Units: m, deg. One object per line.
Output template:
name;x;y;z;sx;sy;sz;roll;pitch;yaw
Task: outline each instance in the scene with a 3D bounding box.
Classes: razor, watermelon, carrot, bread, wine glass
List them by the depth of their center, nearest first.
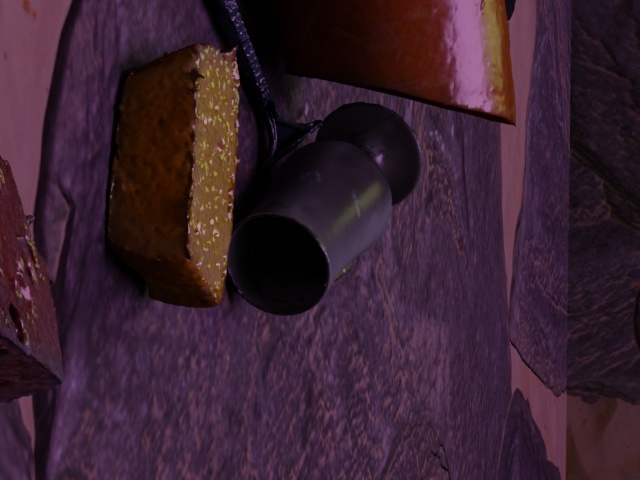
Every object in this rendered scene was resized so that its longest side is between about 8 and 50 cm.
watermelon;-0.183;0.003;0.785;0.241;0.094;0.154;68;17;-54
bread;-0.093;-0.051;1.097;0.103;0.065;0.187;35;58;-68
razor;-0.056;-0.137;1.291;0.066;0.033;0.190;-40;140;-12
carrot;0.041;-0.249;1.336;0.193;0.214;0.331;-90;175;-81
wine glass;0.003;-0.028;1.343;0.231;0.103;0.103;-49;136;-58

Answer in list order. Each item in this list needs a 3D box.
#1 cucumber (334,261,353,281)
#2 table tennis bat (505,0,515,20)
cucumber;0.000;0.000;1.456;0.067;0.035;0.107;61;28;-21
table tennis bat;0.083;-0.246;1.470;0.027;0.236;0.150;-18;125;-36
